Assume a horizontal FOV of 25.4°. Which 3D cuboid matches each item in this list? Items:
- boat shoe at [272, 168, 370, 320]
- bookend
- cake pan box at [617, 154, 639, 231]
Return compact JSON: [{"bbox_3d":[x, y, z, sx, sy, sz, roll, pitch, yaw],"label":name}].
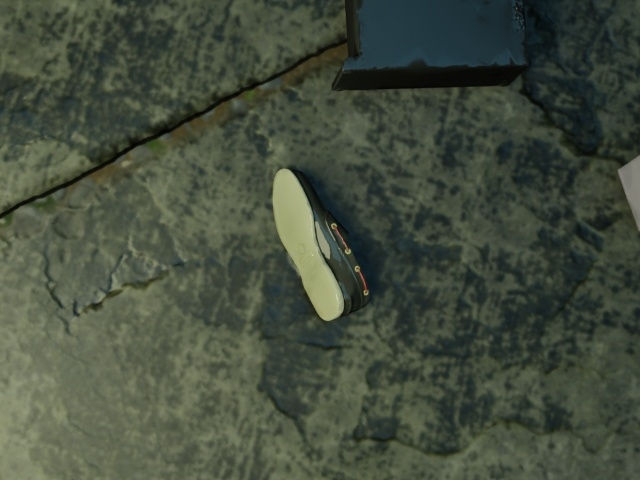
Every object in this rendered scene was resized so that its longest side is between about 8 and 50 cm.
[{"bbox_3d":[-0.001,0.001,1.174,0.042,0.049,0.133,-16,78,-37],"label":"boat shoe"},{"bbox_3d":[0.086,-0.210,1.193,0.157,0.072,0.156,-3,83,-7],"label":"bookend"},{"bbox_3d":[0.392,-0.087,1.133,0.266,0.246,0.070,-18,82,-8],"label":"cake pan box"}]
